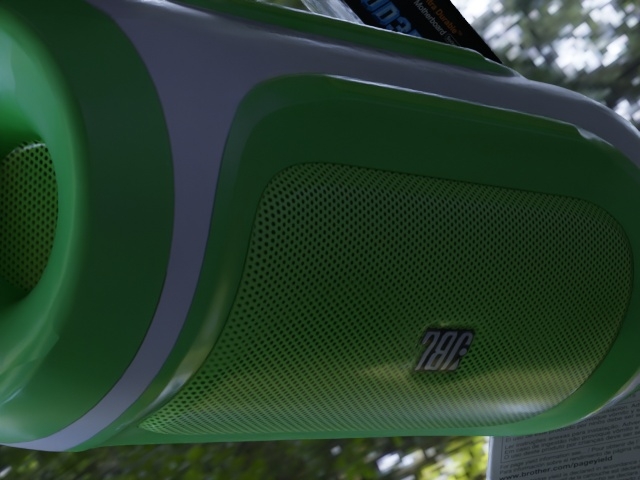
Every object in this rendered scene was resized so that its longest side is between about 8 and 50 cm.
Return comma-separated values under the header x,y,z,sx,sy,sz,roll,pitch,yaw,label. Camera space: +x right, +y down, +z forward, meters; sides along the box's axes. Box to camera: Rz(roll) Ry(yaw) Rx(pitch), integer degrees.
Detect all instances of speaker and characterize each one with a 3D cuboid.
x,y,z,sx,sy,sz,roll,pitch,yaw,label
0.000,0.000,0.597,0.296,0.131,0.131,5,-113,-50,speaker

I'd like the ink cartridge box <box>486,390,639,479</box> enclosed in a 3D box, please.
x,y,z,sx,sy,sz,roll,pitch,yaw,label
0.265,0.131,1.335,0.395,0.270,0.151,-81,-31,-45,ink cartridge box

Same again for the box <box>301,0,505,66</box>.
x,y,z,sx,sy,sz,roll,pitch,yaw,label
0.019,-0.156,1.156,0.051,0.175,0.220,-46,-54,0,box
